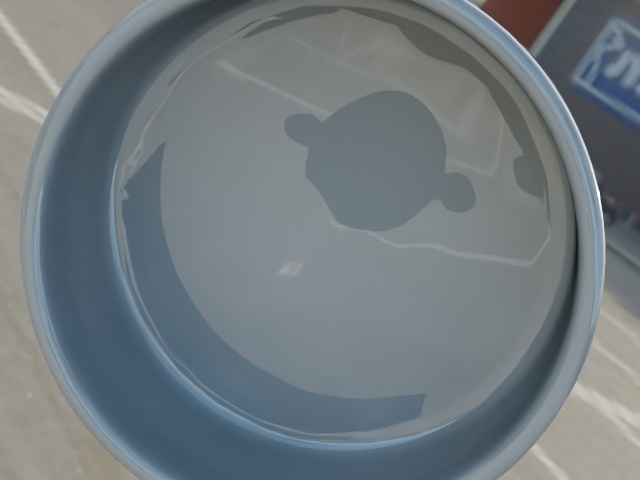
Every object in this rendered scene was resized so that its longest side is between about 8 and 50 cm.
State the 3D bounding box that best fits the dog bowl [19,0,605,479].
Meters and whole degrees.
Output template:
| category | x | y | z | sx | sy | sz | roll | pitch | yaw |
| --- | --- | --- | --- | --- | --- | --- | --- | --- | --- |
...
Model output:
| category | x | y | z | sx | sy | sz | roll | pitch | yaw |
| --- | --- | --- | --- | --- | --- | --- | --- | --- | --- |
| dog bowl | 0.000 | 0.000 | 0.660 | 0.265 | 0.265 | 0.104 | 36 | 13 | 3 |
